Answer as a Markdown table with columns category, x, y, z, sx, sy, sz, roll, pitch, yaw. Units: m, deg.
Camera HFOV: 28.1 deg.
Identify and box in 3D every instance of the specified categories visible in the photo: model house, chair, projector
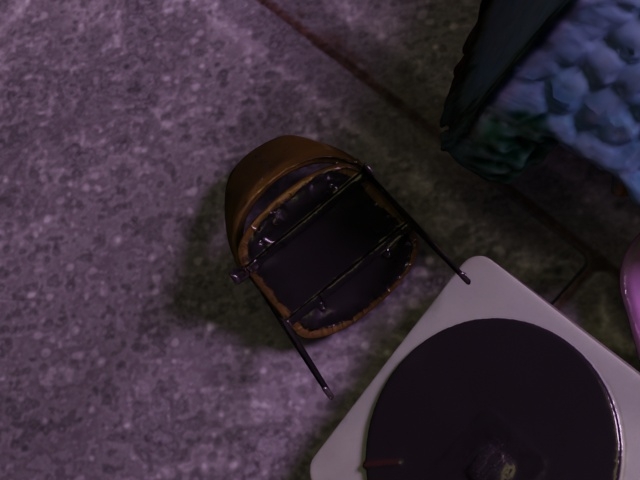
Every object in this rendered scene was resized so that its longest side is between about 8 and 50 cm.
| category | x | y | z | sx | sy | sz | roll | pitch | yaw |
| --- | --- | --- | --- | --- | --- | --- | --- | --- | --- |
| model house | 0.331 | -0.172 | 1.084 | 0.339 | 0.297 | 0.360 | 27 | 44 | -7 |
| chair | 0.000 | 0.000 | 1.174 | 0.159 | 0.247 | 0.172 | -40 | 104 | 1 |
| projector | 0.154 | 0.184 | 1.086 | 0.259 | 0.079 | 0.257 | 41 | 96 | 32 |

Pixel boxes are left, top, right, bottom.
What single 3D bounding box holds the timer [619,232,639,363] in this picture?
| category | x | y | z | sx | sy | sz | roll | pitch | yaw |
| --- | --- | --- | --- | --- | --- | --- | --- | --- | --- |
| timer | 0.361 | 0.067 | 1.080 | 0.191 | 0.069 | 0.208 | -15 | 68 | 12 |
